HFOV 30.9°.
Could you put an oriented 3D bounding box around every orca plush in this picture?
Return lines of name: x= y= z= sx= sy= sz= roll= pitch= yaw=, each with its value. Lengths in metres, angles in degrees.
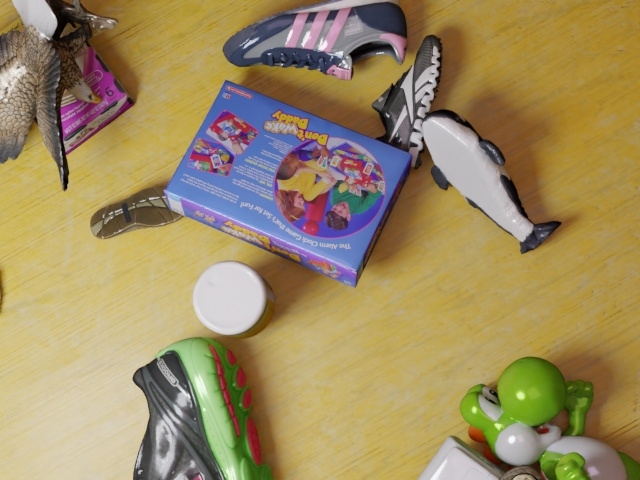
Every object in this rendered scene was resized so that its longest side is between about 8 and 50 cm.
orca plush: x=0.293 y=-0.121 z=1.939 sx=0.287 sy=0.151 sz=0.102 roll=39 pitch=52 yaw=4

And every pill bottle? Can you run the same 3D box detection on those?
pill bottle: x=-0.135 y=0.100 z=1.884 sx=0.118 sy=0.208 sz=0.117 roll=0 pitch=83 yaw=3

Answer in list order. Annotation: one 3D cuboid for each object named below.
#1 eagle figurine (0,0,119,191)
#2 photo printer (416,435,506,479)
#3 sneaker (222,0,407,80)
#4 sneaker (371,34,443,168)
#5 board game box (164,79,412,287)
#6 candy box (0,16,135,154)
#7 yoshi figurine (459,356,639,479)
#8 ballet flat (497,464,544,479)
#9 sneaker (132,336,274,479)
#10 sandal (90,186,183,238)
eagle figurine: x=-0.452 y=-0.254 z=1.894 sx=0.225 sy=0.226 sz=0.298 roll=29 pitch=82 yaw=-13
photo printer: x=0.224 y=0.507 z=1.848 sx=0.256 sy=0.107 sz=0.307 roll=34 pitch=93 yaw=7
sneaker: x=-0.005 y=-0.329 z=1.979 sx=0.319 sy=0.112 sz=0.131 roll=-15 pitch=79 yaw=3
sneaker: x=0.145 y=-0.245 z=1.975 sx=0.106 sy=0.078 sz=0.234 roll=13 pitch=86 yaw=3
board game box: x=-0.052 y=-0.098 z=1.934 sx=0.347 sy=0.078 sz=0.233 roll=23 pitch=70 yaw=9
candy box: x=-0.459 y=-0.290 z=2.026 sx=0.159 sy=0.071 sz=0.233 roll=-37 pitch=81 yaw=-1
yoshi figurine: x=0.402 y=0.315 z=1.836 sx=0.362 sy=0.203 sz=0.203 roll=32 pitch=79 yaw=9
ballet flat: x=0.262 y=0.454 z=1.759 sx=0.084 sy=0.058 sz=0.249 roll=34 pitch=93 yaw=6
sneaker: x=-0.194 y=0.404 z=1.890 sx=0.202 sy=0.185 sz=0.482 roll=-15 pitch=78 yaw=20
sandal: x=-0.312 y=-0.044 z=2.001 sx=0.180 sy=0.049 sz=0.072 roll=-17 pitch=76 yaw=16
